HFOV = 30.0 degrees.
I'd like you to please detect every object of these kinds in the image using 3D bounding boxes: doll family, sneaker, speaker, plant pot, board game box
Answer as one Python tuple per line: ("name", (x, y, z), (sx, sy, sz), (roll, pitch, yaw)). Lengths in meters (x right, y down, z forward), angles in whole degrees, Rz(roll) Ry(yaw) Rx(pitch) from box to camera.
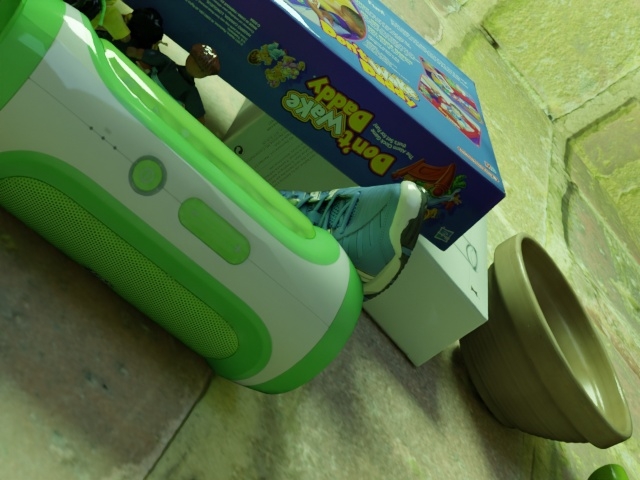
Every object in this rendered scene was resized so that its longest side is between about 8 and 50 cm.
("doll family", (-0.156, -0.150, 0.876), (0.193, 0.111, 0.076), (41, 23, -30))
("sneaker", (0.000, 0.000, 0.893), (0.081, 0.211, 0.080), (30, 60, -24))
("speaker", (-0.108, -0.024, 0.759), (0.296, 0.131, 0.131), (41, 24, -29))
("plant pot", (0.218, 0.118, 1.237), (0.237, 0.110, 0.237), (51, 22, -29))
("board game box", (0.000, -0.170, 1.039), (0.347, 0.078, 0.233), (37, 24, -20))

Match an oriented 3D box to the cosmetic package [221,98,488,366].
("cosmetic package", (0.054, -0.080, 1.244), (0.284, 0.097, 0.377), (50, 21, -15))

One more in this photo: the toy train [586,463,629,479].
("toy train", (0.319, 0.286, 1.229), (0.248, 0.105, 0.143), (37, 15, -36))
